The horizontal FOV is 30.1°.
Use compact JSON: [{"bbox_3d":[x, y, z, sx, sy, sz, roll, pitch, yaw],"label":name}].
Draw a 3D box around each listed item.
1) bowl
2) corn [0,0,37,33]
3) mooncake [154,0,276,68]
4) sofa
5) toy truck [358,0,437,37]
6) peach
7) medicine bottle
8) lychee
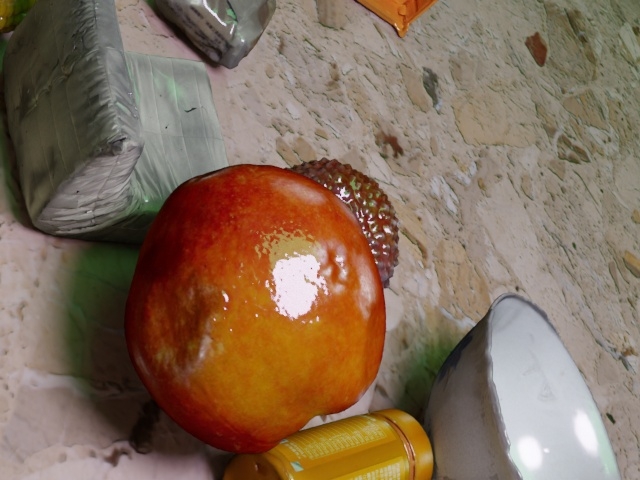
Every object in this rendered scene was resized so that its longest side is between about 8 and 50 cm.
[{"bbox_3d":[0.183,0.220,1.204,0.313,0.146,0.313,43,35,-40],"label":"bowl"},{"bbox_3d":[-0.347,-0.218,1.049,0.310,0.101,0.101,-28,84,-51],"label":"corn"},{"bbox_3d":[-0.116,-0.266,1.331,0.125,0.073,0.130,45,42,-16],"label":"mooncake"},{"bbox_3d":[-0.160,-0.116,1.098,0.225,0.176,0.210,8,57,-41],"label":"sofa"},{"bbox_3d":[0.041,-0.388,1.549,0.270,0.114,0.135,29,41,-31],"label":"toy truck"},{"bbox_3d":[-0.062,0.054,1.010,0.243,0.199,0.243,5,81,-33],"label":"peach"},{"bbox_3d":[0.009,0.215,1.092,0.192,0.096,0.096,-7,68,-47],"label":"medicine bottle"},{"bbox_3d":[0.000,0.000,1.178,0.165,0.197,0.165,1,83,-5],"label":"lychee"}]
